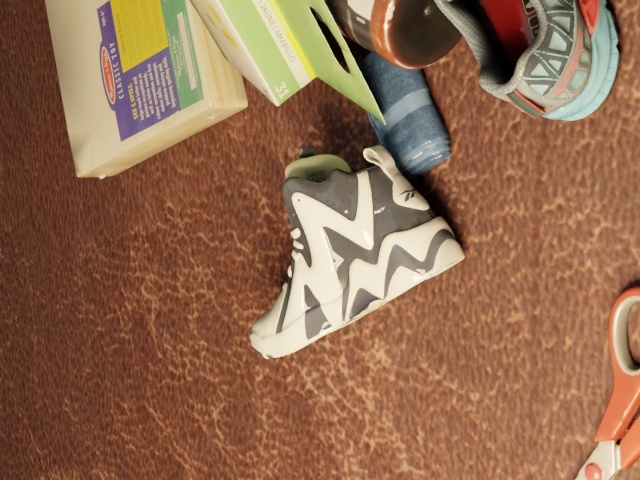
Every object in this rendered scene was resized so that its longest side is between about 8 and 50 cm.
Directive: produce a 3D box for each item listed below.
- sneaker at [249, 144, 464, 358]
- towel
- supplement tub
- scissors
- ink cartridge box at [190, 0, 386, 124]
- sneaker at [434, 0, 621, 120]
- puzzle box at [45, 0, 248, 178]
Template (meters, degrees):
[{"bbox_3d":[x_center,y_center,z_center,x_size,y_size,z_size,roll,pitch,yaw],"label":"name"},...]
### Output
[{"bbox_3d":[0.000,0.000,1.099,0.235,0.094,0.153,-33,82,44],"label":"sneaker"},{"bbox_3d":[0.069,-0.114,1.081,0.067,0.029,0.119,-35,68,43],"label":"towel"},{"bbox_3d":[0.031,-0.227,1.055,0.198,0.106,0.106,37,120,39],"label":"supplement tub"},{"bbox_3d":[0.223,0.169,0.941,0.109,0.021,0.297,36,118,38],"label":"scissors"},{"bbox_3d":[-0.051,-0.191,1.092,0.235,0.056,0.171,46,171,47],"label":"ink cartridge box"},{"bbox_3d":[0.135,-0.216,0.925,0.104,0.125,0.262,-33,70,44],"label":"sneaker"},{"bbox_3d":[-0.215,-0.296,1.364,0.272,0.052,0.409,-18,80,47],"label":"puzzle box"}]
